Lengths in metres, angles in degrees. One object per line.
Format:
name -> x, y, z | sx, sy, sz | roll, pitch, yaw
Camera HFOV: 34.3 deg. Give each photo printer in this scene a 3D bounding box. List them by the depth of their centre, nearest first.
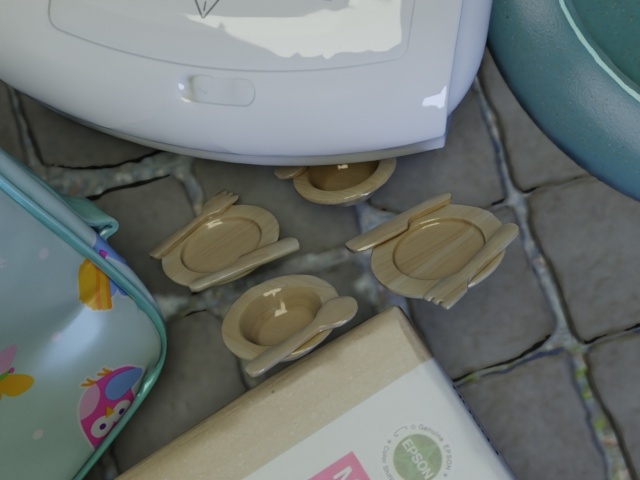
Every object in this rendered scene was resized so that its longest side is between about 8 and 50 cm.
photo printer -> -0.030, -0.192, 0.529 | 0.256, 0.107, 0.307 | 8, 83, 8

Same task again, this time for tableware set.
tableware set -> 0.000, 0.000, 0.503 | 0.141, 0.020, 0.169 | -31, 38, -14

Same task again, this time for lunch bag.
lunch bag -> -0.202, 0.038, 0.435 | 0.108, 0.279, 0.224 | 26, 74, 37

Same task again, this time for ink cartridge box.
ink cartridge box -> 0.020, 0.177, 0.491 | 0.193, 0.088, 0.234 | -34, 81, 0

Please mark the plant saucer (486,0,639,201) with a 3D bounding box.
plant saucer -> 0.239, -0.164, 0.546 | 0.318, 0.044, 0.317 | 0, 83, 3
